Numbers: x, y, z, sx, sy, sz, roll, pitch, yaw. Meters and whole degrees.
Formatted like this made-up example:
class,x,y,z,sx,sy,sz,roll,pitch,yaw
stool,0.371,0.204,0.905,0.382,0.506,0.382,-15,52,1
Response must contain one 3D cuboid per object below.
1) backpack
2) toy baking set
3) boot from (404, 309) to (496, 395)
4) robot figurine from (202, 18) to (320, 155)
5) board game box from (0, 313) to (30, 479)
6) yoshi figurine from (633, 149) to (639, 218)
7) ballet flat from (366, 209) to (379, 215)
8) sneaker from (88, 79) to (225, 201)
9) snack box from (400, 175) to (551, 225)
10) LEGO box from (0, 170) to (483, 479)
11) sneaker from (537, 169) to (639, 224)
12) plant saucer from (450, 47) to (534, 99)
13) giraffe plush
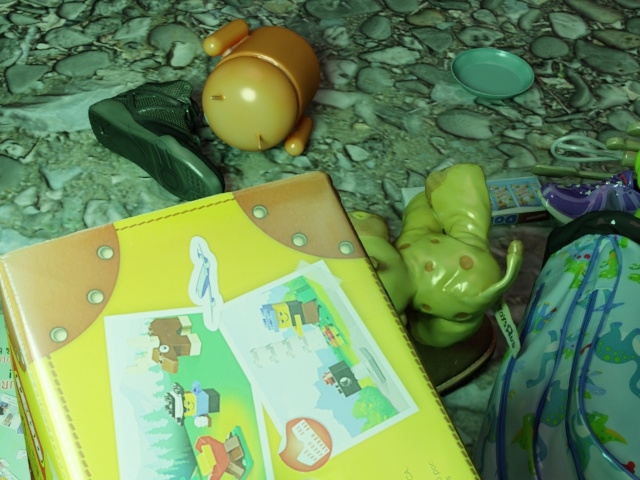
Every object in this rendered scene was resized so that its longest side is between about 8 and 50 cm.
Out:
class,x,y,z,sx,sy,sz,roll,pitch,yaw
backpack,0.280,0.168,0.949,0.290,0.273,0.355,42,63,-3
toy baking set,0.391,-0.106,1.291,0.196,0.256,0.030,15,72,-33
boot,0.045,0.100,1.087,0.305,0.115,0.112,-8,42,-16
robot figurine,-0.076,-0.196,1.368,0.128,0.158,0.219,6,32,13
board game box,-0.245,0.171,0.958,0.317,0.046,0.214,2,65,-12
yoshi figurine,0.505,0.013,1.218,0.362,0.203,0.203,24,85,0
ballet flat,0.000,0.000,1.234,0.168,0.057,0.052,-11,55,-15
sneaker,-0.175,-0.133,1.336,0.130,0.087,0.227,-36,51,-27
snack box,0.192,-0.045,1.320,0.178,0.022,0.064,-6,45,-11
LEGO box,-0.010,0.279,0.607,0.193,0.372,0.500,-16,64,-20
sneaker,0.346,-0.058,1.303,0.169,0.071,0.068,2,40,-13
plant saucer,0.244,-0.234,1.528,0.119,0.021,0.119,3,44,-2
giraffe plush,0.071,0.031,0.990,0.170,0.181,0.210,0,32,-17
